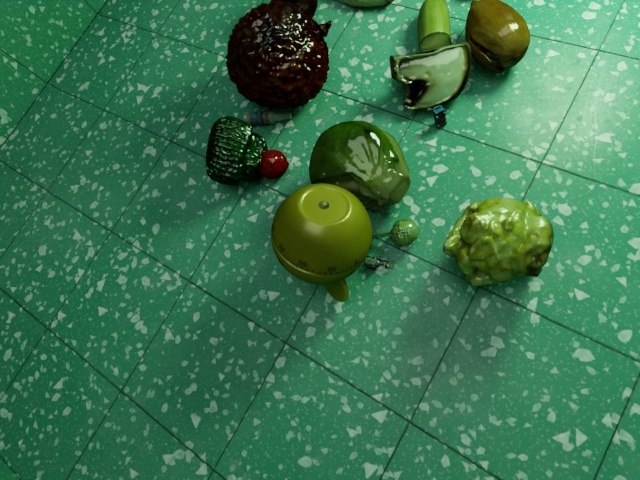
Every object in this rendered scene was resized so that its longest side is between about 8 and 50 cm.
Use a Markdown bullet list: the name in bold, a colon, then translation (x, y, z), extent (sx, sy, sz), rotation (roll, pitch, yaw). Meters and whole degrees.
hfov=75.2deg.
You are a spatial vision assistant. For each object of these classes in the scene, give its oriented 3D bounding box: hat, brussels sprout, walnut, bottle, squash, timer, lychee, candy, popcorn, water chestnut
- **hat**: translation (-0.291, -0.347, 1.713), extent (0.333, 0.242, 0.273), rotation (14, 100, -3)
- **brussels sprout**: translation (0.147, -0.274, 1.506), extent (0.372, 0.276, 0.314), rotation (23, 84, 21)
- **walnut**: translation (0.651, -0.789, 1.570), extent (0.209, 0.209, 0.336), rotation (-23, 69, 8)
- **bottle**: translation (-0.231, -0.538, 1.820), extent (0.217, 0.060, 0.060), rotation (0, 73, 15)
- **squash**: translation (0.460, -0.892, 1.698), extent (0.133, 0.132, 0.246), rotation (-4, 69, 15)
- **timer**: translation (0.000, 0.000, 1.432), extent (0.377, 0.386, 0.375), rotation (4, 53, -5)
- **lychee**: translation (-0.151, -0.744, 1.681), extent (0.500, 0.425, 0.424), rotation (-8, 69, 37)
- **candy**: translation (0.190, -0.021, 1.529), extent (0.336, 0.092, 0.092), rotation (-4, 108, 23)
- **popcorn**: translation (0.549, 0.010, 1.303), extent (0.313, 0.312, 0.311), rotation (-5, 71, 15)
- **water chestnut**: translation (-0.121, -1.095, 1.896), extent (0.223, 0.224, 0.238), rotation (55, 129, 23)

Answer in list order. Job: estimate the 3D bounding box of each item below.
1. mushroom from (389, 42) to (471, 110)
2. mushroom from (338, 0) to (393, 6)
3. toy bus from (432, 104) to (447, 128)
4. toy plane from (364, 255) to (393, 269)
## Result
- **mushroom**: translation (0.420, -0.635, 1.634), extent (0.292, 0.212, 0.217), rotation (-10, 114, 1)
- **mushroom**: translation (0.183, -1.107, 1.871), extent (0.334, 0.087, 0.107), rotation (12, 72, 23)
- **toy bus**: translation (0.454, -0.471, 1.586), extent (0.038, 0.083, 0.046), rotation (-27, 56, 7)
- **toy plane**: translation (0.203, 0.083, 1.507), extent (0.121, 0.031, 0.049), rotation (11, 68, 22)
